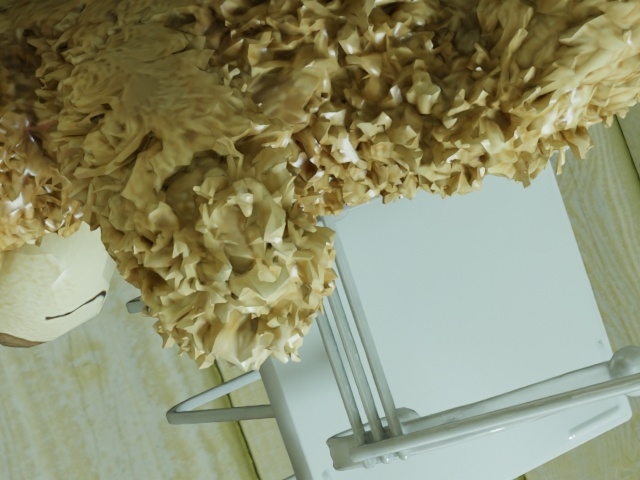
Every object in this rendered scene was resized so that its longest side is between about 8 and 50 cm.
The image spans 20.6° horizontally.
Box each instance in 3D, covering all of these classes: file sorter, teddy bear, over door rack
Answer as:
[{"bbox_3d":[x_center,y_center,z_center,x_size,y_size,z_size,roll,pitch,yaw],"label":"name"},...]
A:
[{"bbox_3d":[0.000,0.000,0.932,0.193,0.278,0.173,-21,-175,-32],"label":"file sorter"},{"bbox_3d":[-0.002,-0.051,0.524,0.338,0.113,0.245,-27,-145,-6],"label":"teddy bear"},{"bbox_3d":[0.104,-0.049,0.693,0.324,0.240,0.108,-19,180,43],"label":"over door rack"}]
